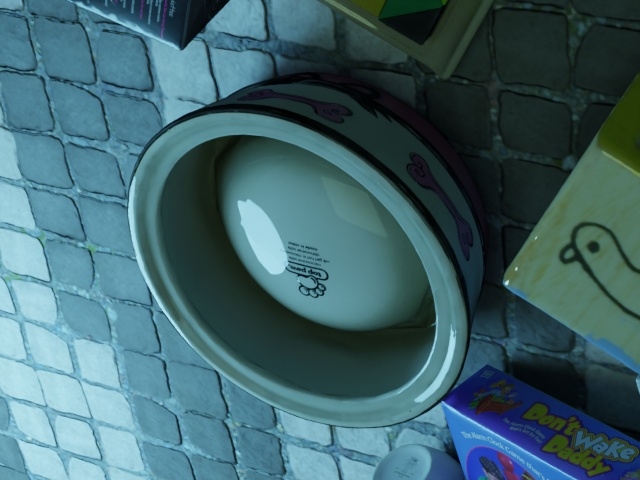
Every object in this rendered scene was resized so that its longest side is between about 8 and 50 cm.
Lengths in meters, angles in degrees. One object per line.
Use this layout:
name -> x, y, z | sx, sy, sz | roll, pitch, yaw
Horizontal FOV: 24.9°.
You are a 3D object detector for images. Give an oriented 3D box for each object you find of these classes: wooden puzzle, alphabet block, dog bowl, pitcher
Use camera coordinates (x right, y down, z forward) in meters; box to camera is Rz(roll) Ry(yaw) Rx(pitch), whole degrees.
wooden puzzle -> 0.061, -0.285, 1.364 | 0.238, 0.044, 0.221 | 34, 137, 7
alphabet block -> 0.311, -0.022, 1.299 | 0.192, 0.193, 0.197 | 32, 136, 6
dog bowl -> 0.000, 0.000, 1.560 | 0.407, 0.150, 0.408 | 18, 132, 21
pitcher -> 0.127, 0.341, 1.781 | 0.177, 0.125, 0.207 | 10, 142, 48

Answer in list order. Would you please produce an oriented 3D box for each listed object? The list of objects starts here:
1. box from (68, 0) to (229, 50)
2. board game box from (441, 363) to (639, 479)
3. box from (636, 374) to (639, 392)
box -> -0.136, -0.336, 1.372 | 0.142, 0.163, 0.247 | 26, 135, 10
board game box -> 0.292, 0.299, 1.549 | 0.347, 0.078, 0.233 | 26, 143, 50
box -> 0.406, 0.186, 1.456 | 0.103, 0.114, 0.203 | -1, 122, 36
